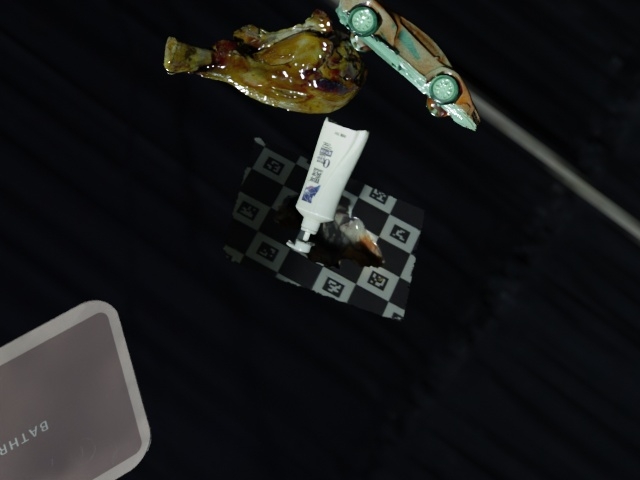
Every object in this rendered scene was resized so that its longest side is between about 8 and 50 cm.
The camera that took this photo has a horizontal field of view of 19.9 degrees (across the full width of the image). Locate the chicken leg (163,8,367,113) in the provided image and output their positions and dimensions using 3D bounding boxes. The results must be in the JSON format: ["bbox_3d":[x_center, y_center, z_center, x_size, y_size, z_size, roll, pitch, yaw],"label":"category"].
[{"bbox_3d":[-0.044,-0.154,1.534,0.070,0.178,0.093,-111,28,-61],"label":"chicken leg"}]

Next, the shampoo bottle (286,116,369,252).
[{"bbox_3d":[0.005,-0.053,1.861,0.034,0.049,0.141,6,-76,-76],"label":"shampoo bottle"}]

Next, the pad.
[{"bbox_3d":[-0.258,0.170,1.479,0.266,0.002,0.176,-30,-55,-28],"label":"pad"}]

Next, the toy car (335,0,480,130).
[{"bbox_3d":[0.059,-0.117,1.168,0.035,0.122,0.059,-50,-5,-3],"label":"toy car"}]

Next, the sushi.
[{"bbox_3d":[0.000,0.000,1.985,0.040,0.210,0.193,119,170,-45],"label":"sushi"}]
